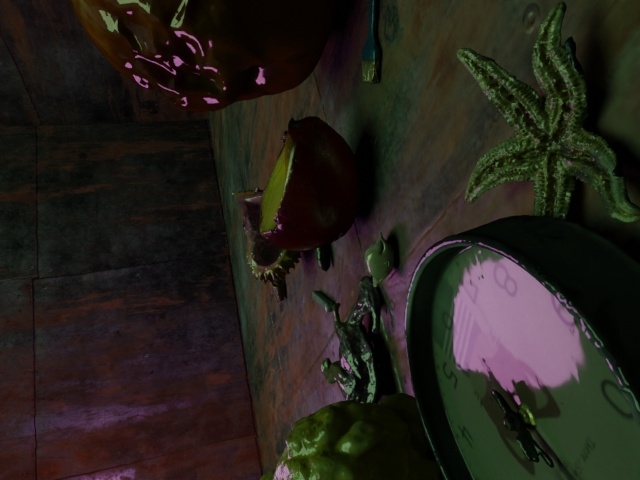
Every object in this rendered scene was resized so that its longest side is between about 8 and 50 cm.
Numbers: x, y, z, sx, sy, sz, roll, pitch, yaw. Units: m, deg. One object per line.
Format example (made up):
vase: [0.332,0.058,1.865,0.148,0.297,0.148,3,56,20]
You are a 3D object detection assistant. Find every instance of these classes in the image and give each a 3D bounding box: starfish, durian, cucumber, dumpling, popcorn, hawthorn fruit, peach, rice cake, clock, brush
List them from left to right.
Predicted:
hawthorn fruit: [-0.186,-0.436,0.841,0.472,0.473,0.470,174,90,-74]
durian: [-0.100,-0.022,1.275,0.187,0.154,0.260,-30,59,49]
peach: [-0.008,-0.080,0.866,0.267,0.154,0.158,122,149,-51]
cucumber: [0.000,0.000,1.089,0.032,0.032,0.132,128,135,-68]
rice cake: [0.004,0.132,1.146,0.121,0.022,0.022,-154,54,-74]
popcorn: [0.042,0.330,0.699,0.235,0.242,0.249,-163,70,-76]
brush: [0.074,-0.308,0.746,0.051,0.014,0.164,-133,41,-63]
dumpling: [0.087,0.025,0.779,0.059,0.043,0.077,-91,-17,-75]
starfish: [0.167,-0.067,0.424,0.176,0.053,0.207,-32,71,63]
clock: [0.169,0.140,0.424,0.325,0.067,0.324,167,90,-74]

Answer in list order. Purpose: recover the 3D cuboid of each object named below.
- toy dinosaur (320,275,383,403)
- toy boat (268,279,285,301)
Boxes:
toy dinosaur: [0.057,0.208,0.885,0.162,0.077,0.293,169,95,-74]
toy boat: [-0.130,0.111,1.567,0.049,0.047,0.149,14,113,59]
